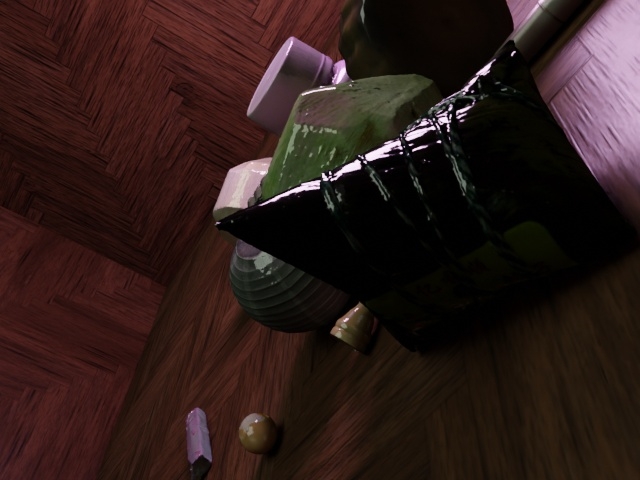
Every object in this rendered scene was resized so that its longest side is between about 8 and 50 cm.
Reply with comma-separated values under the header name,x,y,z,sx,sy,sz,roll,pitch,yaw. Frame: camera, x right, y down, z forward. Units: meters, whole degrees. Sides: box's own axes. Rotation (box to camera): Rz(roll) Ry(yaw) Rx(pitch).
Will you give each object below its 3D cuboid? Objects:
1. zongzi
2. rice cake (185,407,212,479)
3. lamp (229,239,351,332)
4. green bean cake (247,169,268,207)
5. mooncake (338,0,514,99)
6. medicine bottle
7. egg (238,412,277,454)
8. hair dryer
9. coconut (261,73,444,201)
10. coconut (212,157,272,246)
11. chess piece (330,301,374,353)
name,x,y,z,sx,sy,sz,roll,pitch,yaw
zongzi,0.092,-0.037,0.804,0.383,0.362,0.319,-50,37,29
rice cake,-0.301,0.484,1.687,0.081,0.051,0.290,-60,15,3
lamp,-0.051,0.062,1.315,0.265,0.233,0.233,5,65,46
green bean cake,-0.061,-0.091,1.677,0.183,0.185,0.094,-53,20,23
mooncake,0.171,-0.350,1.211,0.290,0.290,0.161,-67,11,-19
medicine bottle,0.016,-0.282,1.544,0.241,0.302,0.241,-54,17,25
egg,-0.112,0.353,1.281,0.071,0.071,0.083,-63,19,-8
hair dryer,0.354,-0.392,1.132,0.195,0.054,0.220,-51,18,35
coconut,0.076,-0.101,1.055,0.328,0.328,0.281,-59,6,8
coconut,-0.159,-0.105,1.921,0.265,0.237,0.237,-66,16,-18
chess piece,0.071,0.115,1.136,0.122,0.066,0.066,-59,15,-11
